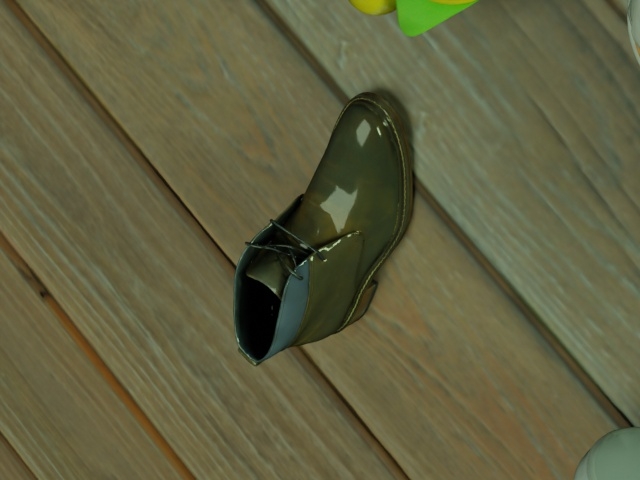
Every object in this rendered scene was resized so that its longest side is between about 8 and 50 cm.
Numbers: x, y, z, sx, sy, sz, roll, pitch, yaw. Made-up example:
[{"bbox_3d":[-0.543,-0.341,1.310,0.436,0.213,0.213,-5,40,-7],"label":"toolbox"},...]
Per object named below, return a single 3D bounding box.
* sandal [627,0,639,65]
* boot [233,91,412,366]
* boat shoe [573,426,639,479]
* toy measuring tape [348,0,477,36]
[{"bbox_3d":[0.216,-0.141,0.875,0.102,0.076,0.265,24,148,12],"label":"sandal"},{"bbox_3d":[0.000,0.000,1.192,0.082,0.106,0.219,33,133,25],"label":"boot"},{"bbox_3d":[0.309,0.270,1.053,0.367,0.136,0.156,31,135,14],"label":"boat shoe"},{"bbox_3d":[0.129,-0.224,0.946,0.330,0.121,0.121,-26,94,39],"label":"toy measuring tape"}]
